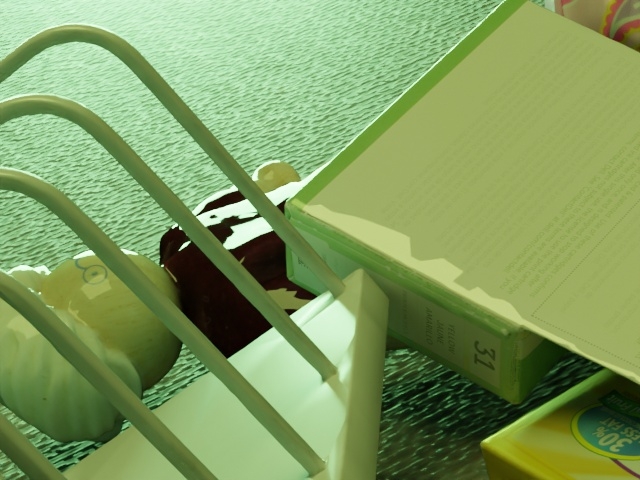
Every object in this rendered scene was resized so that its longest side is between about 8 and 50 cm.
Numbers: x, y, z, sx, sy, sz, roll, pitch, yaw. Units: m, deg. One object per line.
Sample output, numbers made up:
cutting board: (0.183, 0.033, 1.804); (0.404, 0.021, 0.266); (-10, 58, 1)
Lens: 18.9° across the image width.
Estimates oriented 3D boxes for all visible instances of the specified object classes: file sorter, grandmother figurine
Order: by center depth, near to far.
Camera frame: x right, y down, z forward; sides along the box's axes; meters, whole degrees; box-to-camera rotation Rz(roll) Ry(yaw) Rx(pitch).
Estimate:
file sorter: (-0.109, 0.076, 0.645); (0.193, 0.173, 0.277); (-36, 19, 19)
grandmother figurine: (0.000, 0.000, 0.905); (0.342, 0.104, 0.208); (-22, 16, -17)

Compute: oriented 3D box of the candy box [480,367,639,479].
candy box: (0.157, 0.091, 0.691); (0.105, 0.027, 0.206); (-30, 27, -21)

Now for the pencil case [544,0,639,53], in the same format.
pencil case: (0.260, -0.148, 1.025); (0.284, 0.124, 0.124); (-13, 24, 10)

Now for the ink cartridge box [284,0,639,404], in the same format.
ink cartridge box: (0.127, 0.000, 0.786); (0.235, 0.056, 0.171); (29, 53, 26)
